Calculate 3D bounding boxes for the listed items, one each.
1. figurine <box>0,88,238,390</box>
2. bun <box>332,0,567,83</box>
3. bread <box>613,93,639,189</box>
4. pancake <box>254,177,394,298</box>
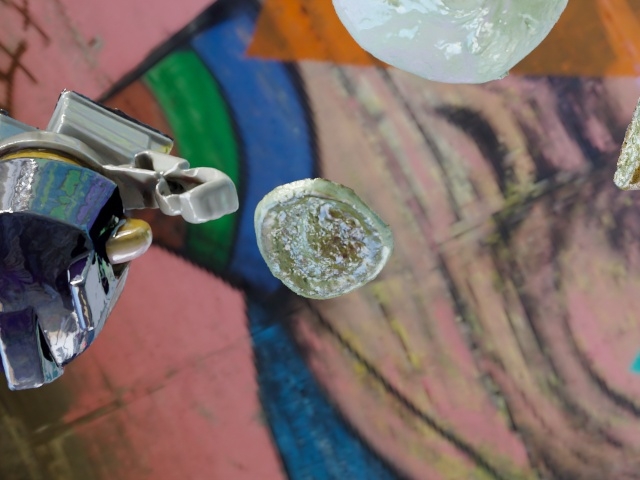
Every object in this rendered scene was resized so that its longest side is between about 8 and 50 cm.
[{"bbox_3d":[-0.217,-0.006,1.147,0.143,0.308,0.308,51,-131,-20],"label":"figurine"},{"bbox_3d":[0.155,-0.318,1.686,0.293,0.187,0.293,-1,-82,-11],"label":"bun"},{"bbox_3d":[0.383,-0.108,1.717,0.136,0.054,0.154,-49,-49,-13],"label":"bread"},{"bbox_3d":[-0.001,-0.001,1.104,0.108,0.108,0.017,40,-149,-18],"label":"pancake"}]
